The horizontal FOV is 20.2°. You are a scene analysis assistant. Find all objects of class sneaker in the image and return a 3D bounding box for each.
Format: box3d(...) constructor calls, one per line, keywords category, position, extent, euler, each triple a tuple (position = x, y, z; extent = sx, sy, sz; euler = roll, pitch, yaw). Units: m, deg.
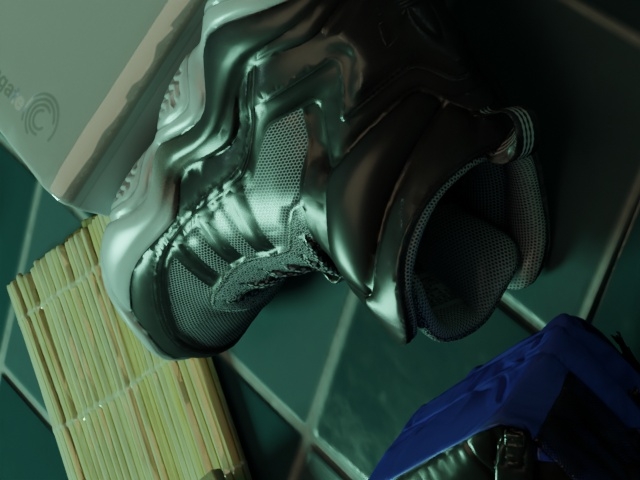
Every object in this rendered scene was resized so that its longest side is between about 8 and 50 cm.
box3d(category="sneaker", position=(0.000, 0.000, 0.748), extent=(0.153, 0.101, 0.269), euler=(50, 140, 21))

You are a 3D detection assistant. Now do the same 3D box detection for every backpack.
box3d(category="backpack", position=(0.096, 0.095, 0.652), extent=(0.120, 0.101, 0.098), euler=(46, 140, -6))

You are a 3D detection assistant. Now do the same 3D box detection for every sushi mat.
box3d(category="sushi mat", position=(-0.083, 0.136, 0.930), extent=(0.151, 0.019, 0.317), euler=(-37, 68, 47))

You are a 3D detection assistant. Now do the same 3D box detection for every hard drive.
box3d(category="hard drive", position=(-0.071, -0.193, 0.787), extent=(0.307, 0.040, 0.203), euler=(-54, 53, 18))

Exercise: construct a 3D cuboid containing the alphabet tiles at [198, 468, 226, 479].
box3d(category="alphabet tiles", position=(-0.056, 0.258, 0.894), extent=(0.198, 0.009, 0.237), euler=(-42, 64, 46))
